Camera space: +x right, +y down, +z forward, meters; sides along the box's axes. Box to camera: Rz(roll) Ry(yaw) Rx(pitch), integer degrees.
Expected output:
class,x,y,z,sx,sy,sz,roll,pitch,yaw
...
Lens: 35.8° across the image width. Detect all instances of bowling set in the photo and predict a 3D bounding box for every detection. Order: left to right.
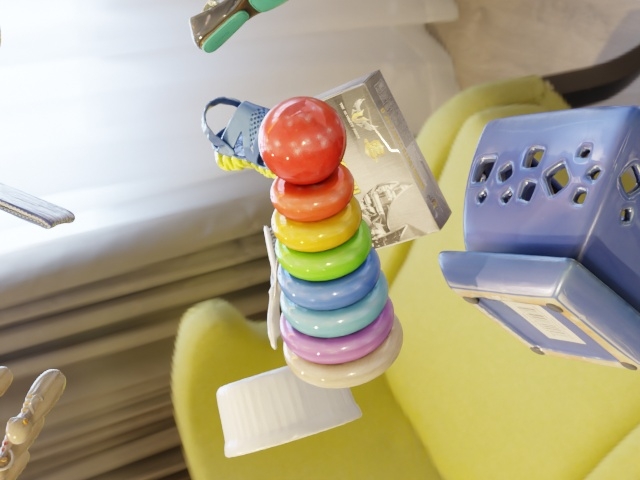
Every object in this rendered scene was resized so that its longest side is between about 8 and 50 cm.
class,x,y,z,sx,sy,sz,roll,pitch,yaw
bowling set,-0.564,0.306,1.636,0.199,0.154,0.287,27,124,-2

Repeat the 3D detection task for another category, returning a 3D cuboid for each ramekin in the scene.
class,x,y,z,sx,sy,sz,roll,pitch,yaw
ramekin,-0.069,0.318,1.927,0.277,0.277,0.135,-31,73,59

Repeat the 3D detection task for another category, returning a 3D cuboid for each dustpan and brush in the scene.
class,x,y,z,sx,sy,sz,roll,pitch,yaw
dustpan and brush,-0.058,0.049,1.427,0.147,0.060,0.211,118,144,-75

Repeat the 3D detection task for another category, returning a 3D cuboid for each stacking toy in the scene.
class,x,y,z,sx,sy,sz,roll,pitch,yaw
stacking toy,0.000,0.000,1.063,0.141,0.141,0.330,37,149,47

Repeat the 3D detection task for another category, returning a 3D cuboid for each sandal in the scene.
class,x,y,z,sx,sy,sz,roll,pitch,yaw
sandal,-0.115,-0.199,1.821,0.317,0.126,0.138,3,138,44

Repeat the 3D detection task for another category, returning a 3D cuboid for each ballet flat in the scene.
class,x,y,z,sx,sy,sz,roll,pitch,yaw
ballet flat,-0.115,-0.366,1.496,0.074,0.203,0.074,54,-172,-12

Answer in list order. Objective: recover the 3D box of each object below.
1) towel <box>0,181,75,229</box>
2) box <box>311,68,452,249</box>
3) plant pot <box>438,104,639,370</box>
class,x,y,z,sx,sy,sz,roll,pitch,yaw
towel,-0.574,-0.072,1.779,0.336,0.243,0.040,-153,85,-82
box,0.051,-0.099,1.374,0.183,0.056,0.231,-16,111,37
plant pot,0.287,0.007,1.091,0.236,0.236,0.212,5,63,57
